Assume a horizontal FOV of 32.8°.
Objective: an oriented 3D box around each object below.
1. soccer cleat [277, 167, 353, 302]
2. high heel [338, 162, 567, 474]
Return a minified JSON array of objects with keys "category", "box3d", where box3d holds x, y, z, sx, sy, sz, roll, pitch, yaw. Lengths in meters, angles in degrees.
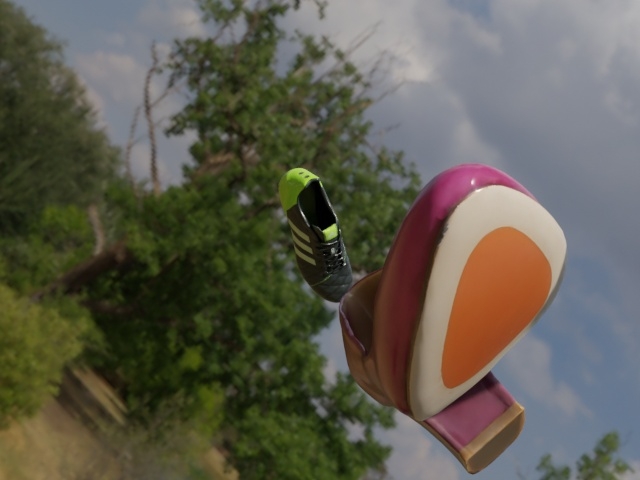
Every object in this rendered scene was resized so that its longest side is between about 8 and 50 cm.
[{"category":"soccer cleat","box3d":[0.000,0.000,1.274,0.072,0.060,0.179,22,-43,60]},{"category":"high heel","box3d":[0.048,0.029,0.694,0.181,0.127,0.377,46,-17,26]}]
